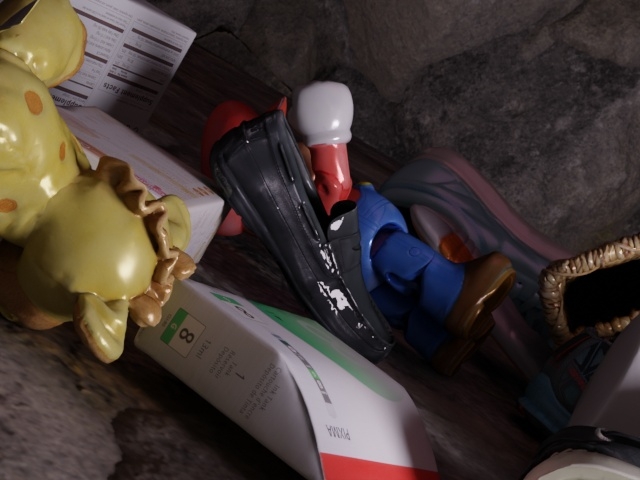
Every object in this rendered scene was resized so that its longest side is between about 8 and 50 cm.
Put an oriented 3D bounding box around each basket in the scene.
[{"bbox_3d":[0.377,0.084,1.337,0.223,0.299,0.213,14,59,-76],"label":"basket"}]

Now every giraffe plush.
[{"bbox_3d":[-0.150,-0.025,0.753,0.170,0.181,0.210,51,-29,-19],"label":"giraffe plush"}]

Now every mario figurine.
[{"bbox_3d":[0.034,-0.033,1.278,0.320,0.198,0.170,36,22,14],"label":"mario figurine"}]

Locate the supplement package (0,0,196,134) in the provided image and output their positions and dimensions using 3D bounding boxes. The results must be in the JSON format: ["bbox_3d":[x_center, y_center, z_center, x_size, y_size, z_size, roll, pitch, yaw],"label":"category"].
[{"bbox_3d":[-0.299,-0.225,1.399,0.262,0.145,0.204,34,9,28],"label":"supplement package"}]

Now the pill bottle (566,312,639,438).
[{"bbox_3d":[0.357,0.188,1.089,0.318,0.176,0.176,31,9,4],"label":"pill bottle"}]

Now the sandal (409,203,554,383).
[{"bbox_3d":[0.152,0.079,1.424,0.265,0.076,0.102,56,21,18],"label":"sandal"}]

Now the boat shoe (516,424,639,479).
[{"bbox_3d":[0.268,0.210,0.844,0.340,0.127,0.113,23,18,1],"label":"boat shoe"}]

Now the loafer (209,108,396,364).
[{"bbox_3d":[0.000,0.000,1.111,0.223,0.078,0.076,55,11,-15],"label":"loafer"}]

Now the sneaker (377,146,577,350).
[{"bbox_3d":[0.201,0.055,1.643,0.366,0.135,0.150,42,51,16],"label":"sneaker"}]

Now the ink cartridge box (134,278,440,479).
[{"bbox_3d":[0.024,0.109,0.814,0.225,0.056,0.181,32,3,28],"label":"ink cartridge box"}]

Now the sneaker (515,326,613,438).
[{"bbox_3d":[0.306,0.158,1.261,0.262,0.125,0.104,25,10,-29],"label":"sneaker"}]

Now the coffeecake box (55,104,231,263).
[{"bbox_3d":[-0.156,-0.038,1.051,0.142,0.068,0.185,33,9,6],"label":"coffeecake box"}]
